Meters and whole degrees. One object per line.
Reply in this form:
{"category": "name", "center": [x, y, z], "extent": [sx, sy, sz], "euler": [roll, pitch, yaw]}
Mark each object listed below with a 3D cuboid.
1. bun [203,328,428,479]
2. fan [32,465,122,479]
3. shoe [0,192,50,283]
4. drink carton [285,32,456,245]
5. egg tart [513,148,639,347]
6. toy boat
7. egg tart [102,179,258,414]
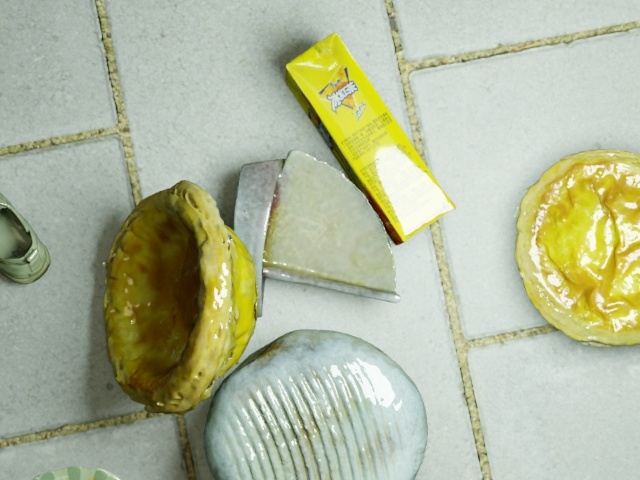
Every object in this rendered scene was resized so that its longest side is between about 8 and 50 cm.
{"category": "bun", "center": [-0.008, 0.316, 1.780], "extent": [0.362, 0.211, 0.361], "euler": [0, 89, -4]}
{"category": "fan", "center": [-0.435, 0.455, 1.865], "extent": [0.240, 0.009, 0.131], "euler": [-15, 85, -2]}
{"category": "shoe", "center": [-0.568, -0.044, 1.837], "extent": [0.275, 0.098, 0.103], "euler": [41, 70, 1]}
{"category": "drink carton", "center": [0.079, -0.166, 1.833], "extent": [0.111, 0.154, 0.351], "euler": [-33, 88, -3]}
{"category": "egg tart", "center": [0.479, 0.014, 1.845], "extent": [0.342, 0.132, 0.341], "euler": [0, 86, 0]}
{"category": "toy boat", "center": [-0.029, -0.016, 1.833], "extent": [0.294, 0.111, 0.275], "euler": [-8, 97, 6]}
{"category": "egg tart", "center": [-0.217, 0.096, 1.755], "extent": [0.169, 0.388, 0.387], "euler": [5, 86, -35]}
